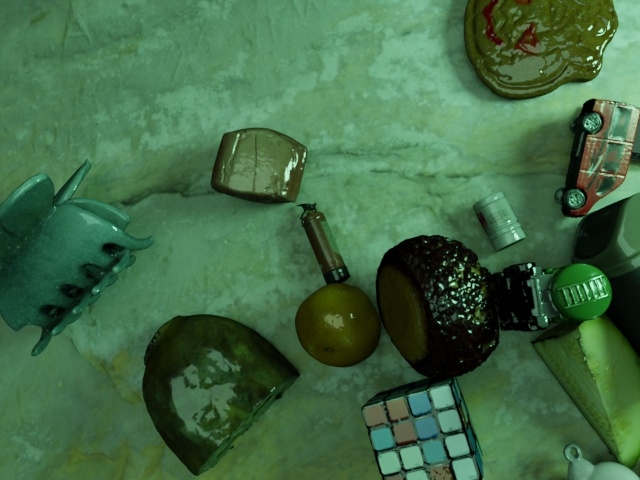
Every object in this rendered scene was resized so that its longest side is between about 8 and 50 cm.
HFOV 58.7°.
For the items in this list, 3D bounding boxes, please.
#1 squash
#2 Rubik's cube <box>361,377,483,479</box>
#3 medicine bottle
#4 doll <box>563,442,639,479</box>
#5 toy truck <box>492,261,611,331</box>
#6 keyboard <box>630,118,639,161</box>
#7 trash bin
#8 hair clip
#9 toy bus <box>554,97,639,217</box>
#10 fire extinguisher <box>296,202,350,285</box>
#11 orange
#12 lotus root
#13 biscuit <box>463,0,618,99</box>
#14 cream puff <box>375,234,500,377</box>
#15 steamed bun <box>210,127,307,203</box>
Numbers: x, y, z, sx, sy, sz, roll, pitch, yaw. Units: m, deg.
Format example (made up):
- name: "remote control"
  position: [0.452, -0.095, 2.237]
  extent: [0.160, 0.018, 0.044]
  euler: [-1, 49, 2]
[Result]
- name: "squash"
  position: [0.464, 0.232, 0.881]
  extent: [0.093, 0.169, 0.252]
  euler: [-31, 76, -11]
- name: "Rubik's cube"
  position: [0.174, 0.320, 0.953]
  extent: [0.155, 0.151, 0.154]
  euler: [-19, 80, 14]
- name: "medicine bottle"
  position: [0.312, -0.033, 0.995]
  extent: [0.058, 0.058, 0.091]
  euler: [-27, 77, 12]
- name: "doll"
  position: [0.458, 0.499, 0.881]
  extent: [0.160, 0.094, 0.366]
  euler: [-22, 77, 22]
- name: "toy truck"
  position: [0.346, 0.085, 0.880]
  extent: [0.124, 0.242, 0.101]
  euler: [-8, 82, 4]
- name: "keyboard"
  position: [0.555, -0.174, 0.954]
  extent: [0.230, 0.025, 0.094]
  euler: [15, 91, 18]
- name: "trash bin"
  position: [0.513, 0.069, 0.848]
  extent: [0.182, 0.209, 0.290]
  euler: [-31, 82, 0]
- name: "hair clip"
  position: [-0.531, 0.031, 1.137]
  extent: [0.318, 0.392, 0.238]
  euler: [-43, 100, 7]
- name: "toy bus"
  position: [0.454, -0.130, 0.939]
  extent: [0.089, 0.081, 0.195]
  euler: [10, 99, 9]
- name: "fire extinguisher"
  position: [0.000, 0.000, 1.093]
  extent: [0.062, 0.050, 0.177]
  euler: [-39, 70, 50]
- name: "orange"
  position: [0.034, 0.148, 1.019]
  extent: [0.158, 0.159, 0.136]
  euler: [5, 42, 17]
- name: "lotus root"
  position: [-0.227, 0.258, 1.085]
  extent: [0.267, 0.149, 0.260]
  euler: [-46, 75, 4]
- name: "biscuit"
  position: [0.387, -0.391, 1.016]
  extent: [0.257, 0.049, 0.273]
  euler: [-6, 84, 16]
- name: "cream puff"
  position: [0.196, 0.105, 0.938]
  extent: [0.164, 0.239, 0.239]
  euler: [-14, 79, -16]
- name: "steamed bun"
  position: [-0.117, -0.145, 1.116]
  extent: [0.175, 0.106, 0.145]
  euler: [11, 82, 4]
